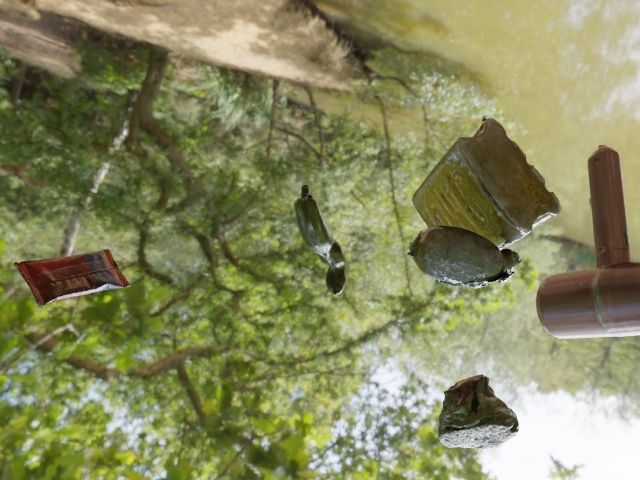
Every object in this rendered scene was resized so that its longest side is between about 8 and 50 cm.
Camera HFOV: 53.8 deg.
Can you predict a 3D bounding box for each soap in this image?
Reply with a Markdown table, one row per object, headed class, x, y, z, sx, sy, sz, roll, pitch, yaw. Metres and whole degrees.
| class | x | y | z | sx | sy | sz | roll | pitch | yaw |
| --- | --- | --- | --- | --- | --- | --- | --- | --- | --- |
| soap | 0.246 | -0.062 | 0.996 | 0.173 | 0.089 | 0.274 | 55 | 168 | 9 |

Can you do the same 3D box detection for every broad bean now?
| class | x | y | z | sx | sy | sz | roll | pitch | yaw |
| --- | --- | --- | --- | --- | --- | --- | --- | --- | --- |
| broad bean | 0.000 | 0.000 | 1.025 | 0.048 | 0.213 | 0.070 | -9 | -143 | 20 |

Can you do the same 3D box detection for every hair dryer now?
| class | x | y | z | sx | sy | sz | roll | pitch | yaw |
| --- | --- | --- | --- | --- | --- | --- | --- | --- | --- |
| hair dryer | 0.507 | -0.002 | 1.143 | 0.125 | 0.352 | 0.210 | 12 | 163 | -35 |

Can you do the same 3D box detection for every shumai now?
| class | x | y | z | sx | sy | sz | roll | pitch | yaw |
| --- | --- | --- | --- | --- | --- | --- | --- | --- | --- |
| shumai | 0.335 | 0.380 | 1.410 | 0.184 | 0.142 | 0.184 | 1 | 144 | 1 |

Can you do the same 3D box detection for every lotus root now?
| class | x | y | z | sx | sy | sz | roll | pitch | yaw |
| --- | --- | --- | --- | --- | --- | --- | --- | --- | --- |
| lotus root | 0.206 | 0.027 | 0.904 | 0.165 | 0.088 | 0.088 | 14 | -175 | -6 |

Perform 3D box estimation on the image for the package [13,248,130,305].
| class | x | y | z | sx | sy | sz | roll | pitch | yaw |
| --- | --- | --- | --- | --- | --- | --- | --- | --- | --- |
| package | -0.410 | 0.059 | 1.060 | 0.083 | 0.022 | 0.200 | 59 | -154 | 10 |
